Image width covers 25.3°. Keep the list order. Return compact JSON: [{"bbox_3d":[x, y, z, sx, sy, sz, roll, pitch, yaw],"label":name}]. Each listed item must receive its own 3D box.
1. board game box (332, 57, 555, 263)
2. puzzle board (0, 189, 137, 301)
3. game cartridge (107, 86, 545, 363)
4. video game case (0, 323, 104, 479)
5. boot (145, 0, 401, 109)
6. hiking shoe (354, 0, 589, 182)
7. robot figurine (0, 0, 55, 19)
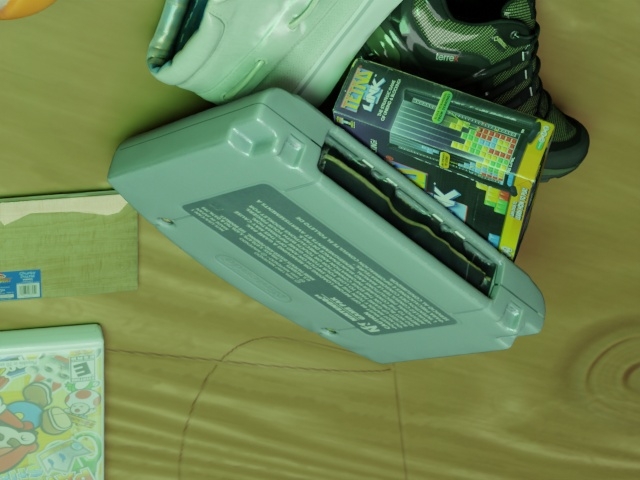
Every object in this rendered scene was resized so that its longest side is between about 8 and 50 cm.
[{"bbox_3d":[0.083,-0.049,0.999,0.141,0.048,0.170,19,161,10],"label":"board game box"},{"bbox_3d":[-0.202,0.004,1.072,0.128,0.011,0.096,-4,130,-13],"label":"puzzle board"},{"bbox_3d":[0.000,0.000,1.033,0.196,0.060,0.294,-16,138,44],"label":"game cartridge"},{"bbox_3d":[-0.290,0.160,1.162,0.227,0.026,0.206,-4,129,-14],"label":"video game case"},{"bbox_3d":[-0.014,-0.186,0.916,0.123,0.095,0.258,13,125,-34],"label":"boot"},{"bbox_3d":[0.129,-0.124,1.018,0.227,0.086,0.114,26,119,-32],"label":"hiking shoe"},{"bbox_3d":[-0.226,-0.195,0.816,0.219,0.158,0.128,1,138,-34],"label":"robot figurine"}]
